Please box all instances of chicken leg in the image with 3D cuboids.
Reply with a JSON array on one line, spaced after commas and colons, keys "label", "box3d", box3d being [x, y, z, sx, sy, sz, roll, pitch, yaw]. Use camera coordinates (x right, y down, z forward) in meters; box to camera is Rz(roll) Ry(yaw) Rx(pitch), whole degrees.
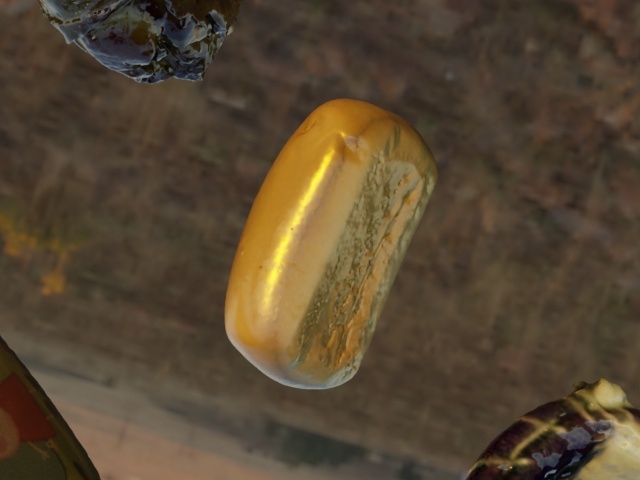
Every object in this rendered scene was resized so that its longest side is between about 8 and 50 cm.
[{"label": "chicken leg", "box3d": [-0.184, -0.232, 1.409, 0.211, 0.140, 0.361, 23, 170, 35]}]

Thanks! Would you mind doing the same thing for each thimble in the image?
[{"label": "thimble", "box3d": [0.197, 0.231, 1.320, 0.237, 0.237, 0.150, 17, 155, -4]}]

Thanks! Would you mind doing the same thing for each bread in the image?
[{"label": "bread", "box3d": [0.000, 0.000, 1.325, 0.098, 0.217, 0.147, 23, 175, 39]}]

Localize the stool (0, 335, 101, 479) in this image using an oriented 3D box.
[{"label": "stool", "box3d": [-0.367, 0.187, 1.282, 0.226, 0.310, 0.310, -39, 174, 41]}]
